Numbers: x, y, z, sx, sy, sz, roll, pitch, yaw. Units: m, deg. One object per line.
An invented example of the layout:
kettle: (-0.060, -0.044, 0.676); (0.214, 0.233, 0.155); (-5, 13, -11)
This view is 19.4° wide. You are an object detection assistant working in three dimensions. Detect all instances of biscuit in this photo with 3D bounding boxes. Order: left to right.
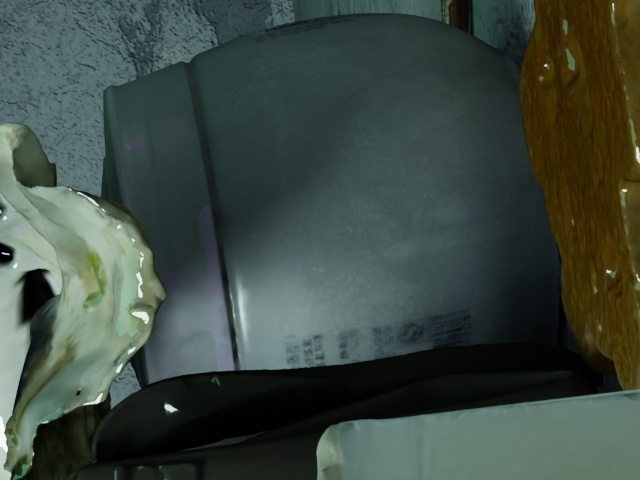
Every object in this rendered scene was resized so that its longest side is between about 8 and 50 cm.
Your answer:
biscuit: (0.127, -0.075, 0.794); (0.278, 0.043, 0.301); (-100, 4, -55)

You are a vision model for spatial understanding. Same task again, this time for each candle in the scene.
candle: (0.095, -0.144, 1.311); (0.026, 0.021, 0.167); (35, 133, 57)

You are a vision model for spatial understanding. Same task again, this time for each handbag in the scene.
handbag: (0.021, 0.121, 0.954); (0.285, 0.257, 0.113); (47, -143, -80)

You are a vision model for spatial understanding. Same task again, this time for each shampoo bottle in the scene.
shampoo bottle: (0.000, 0.000, 1.154); (0.273, 0.266, 0.273); (173, 90, -84)

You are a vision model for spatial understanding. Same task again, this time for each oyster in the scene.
oyster: (-0.156, 0.075, 1.066); (0.238, 0.115, 0.351); (51, 157, 41)

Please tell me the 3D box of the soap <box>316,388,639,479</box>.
soap: (0.095, 0.108, 0.565); (0.064, 0.183, 0.121); (89, 175, -53)
